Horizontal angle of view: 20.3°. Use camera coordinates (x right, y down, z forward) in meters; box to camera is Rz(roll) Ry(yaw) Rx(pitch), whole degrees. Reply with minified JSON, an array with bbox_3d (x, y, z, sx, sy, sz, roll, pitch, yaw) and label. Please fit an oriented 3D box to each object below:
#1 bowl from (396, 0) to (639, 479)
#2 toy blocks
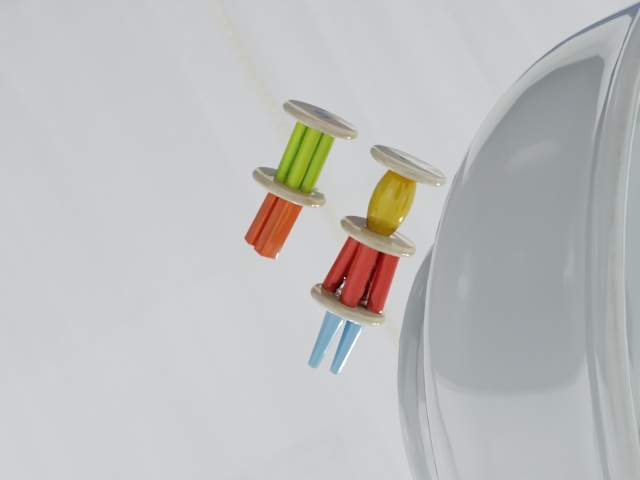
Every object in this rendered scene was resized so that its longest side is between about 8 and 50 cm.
[{"bbox_3d":[0.121,0.050,0.627,0.134,0.297,0.298,-9,-176,38],"label":"bowl"},{"bbox_3d":[0.000,0.000,1.151,0.054,0.123,0.148,-4,120,-63],"label":"toy blocks"}]
